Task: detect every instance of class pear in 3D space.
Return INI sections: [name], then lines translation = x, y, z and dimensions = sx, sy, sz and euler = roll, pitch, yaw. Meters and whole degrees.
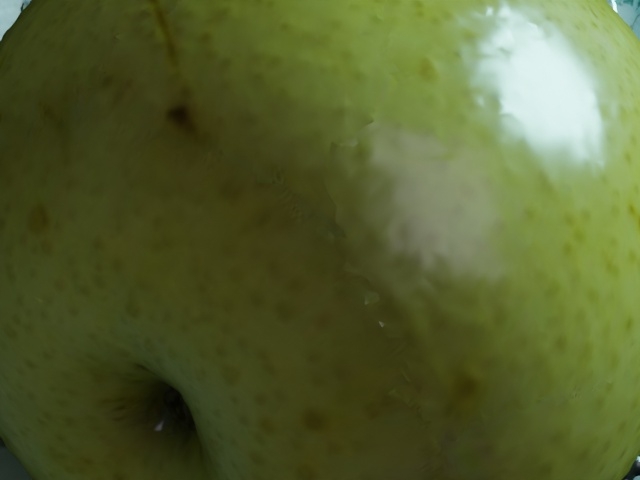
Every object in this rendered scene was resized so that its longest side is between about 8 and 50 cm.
[pear]
translation = 0.000, 0.000, 0.692
dimensions = 0.348, 0.348, 0.348
euler = 9, 73, -30

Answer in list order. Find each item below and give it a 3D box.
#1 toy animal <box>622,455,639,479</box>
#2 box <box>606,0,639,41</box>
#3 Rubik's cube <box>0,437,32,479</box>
[toy animal]
translation = 0.238, 0.268, 1.287
dimensions = 0.148, 0.084, 0.233
euler = 23, 67, -12
[box]
translation = 0.313, -0.267, 1.487
dimensions = 0.142, 0.044, 0.285
euler = -4, 79, -29
[Rubik's cube]
translation = -0.168, 0.124, 0.932
dimensions = 0.291, 0.290, 0.292
euler = 48, 59, -12
